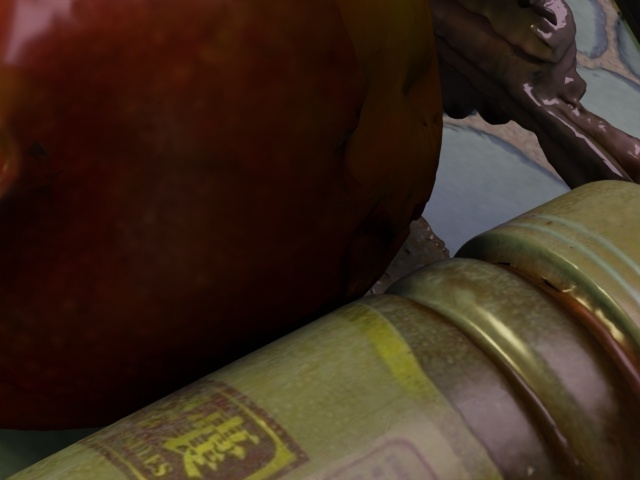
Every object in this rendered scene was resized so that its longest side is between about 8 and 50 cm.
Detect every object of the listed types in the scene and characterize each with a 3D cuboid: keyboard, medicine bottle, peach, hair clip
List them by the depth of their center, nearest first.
[{"bbox_3d":[-0.002,0.110,0.503,0.322,0.151,0.151,-26,57,-23],"label":"medicine bottle"},{"bbox_3d":[-0.119,-0.081,0.617,0.372,0.290,0.372,37,-4,3],"label":"peach"},{"bbox_3d":[0.093,-0.074,0.739,0.300,0.173,0.069,44,68,9],"label":"hair clip"},{"bbox_3d":[0.260,-0.174,1.212,0.053,0.010,0.155,10,38,-21],"label":"keyboard"}]

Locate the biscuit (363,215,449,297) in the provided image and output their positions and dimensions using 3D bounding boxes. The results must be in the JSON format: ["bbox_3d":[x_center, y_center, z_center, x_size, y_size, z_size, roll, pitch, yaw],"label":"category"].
[{"bbox_3d":[0.000,0.000,0.829,0.152,0.020,0.152,14,33,-9],"label":"biscuit"}]
